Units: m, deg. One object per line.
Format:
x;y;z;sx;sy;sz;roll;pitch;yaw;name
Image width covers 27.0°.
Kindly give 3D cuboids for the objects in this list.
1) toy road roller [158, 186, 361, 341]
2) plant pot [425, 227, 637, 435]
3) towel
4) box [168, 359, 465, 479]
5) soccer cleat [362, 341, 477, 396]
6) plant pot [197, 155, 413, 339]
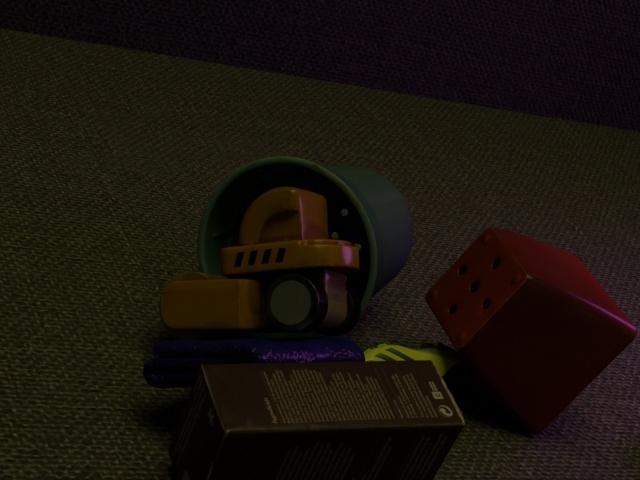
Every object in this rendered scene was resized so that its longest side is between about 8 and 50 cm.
-0.095;0.042;2.210;0.329;0.240;0.202;-5;-8;23;toy road roller
0.347;0.133;2.376;0.236;0.267;0.267;34;15;-31;plant pot
-0.100;0.180;2.070;0.228;0.076;0.308;-10;-8;31;towel
-0.008;0.285;1.931;0.381;0.191;0.143;1;41;-28;box
0.157;0.240;2.312;0.289;0.093;0.121;-3;36;-41;soccer cleat
0.000;0.000;2.445;0.341;0.341;0.334;27;18;16;plant pot
